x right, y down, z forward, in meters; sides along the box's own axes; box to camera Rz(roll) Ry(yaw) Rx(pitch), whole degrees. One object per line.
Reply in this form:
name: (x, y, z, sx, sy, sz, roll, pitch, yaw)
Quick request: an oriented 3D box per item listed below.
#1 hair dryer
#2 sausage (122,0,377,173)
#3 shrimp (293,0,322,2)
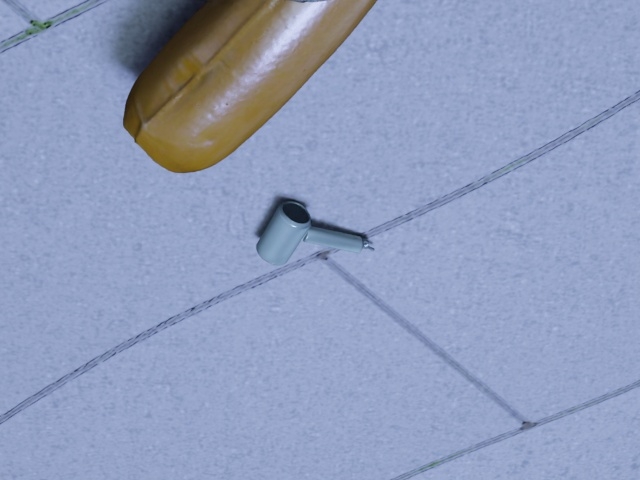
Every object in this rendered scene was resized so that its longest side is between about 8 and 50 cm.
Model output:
hair dryer: (0.000, 0.000, 1.604, 0.124, 0.038, 0.063, 11, 132, -27)
sausage: (-0.031, -0.198, 1.348, 0.354, 0.116, 0.134, -42, 168, 28)
shrimp: (0.001, -0.281, 1.215, 0.147, 0.035, 0.195, 1, 119, 15)
